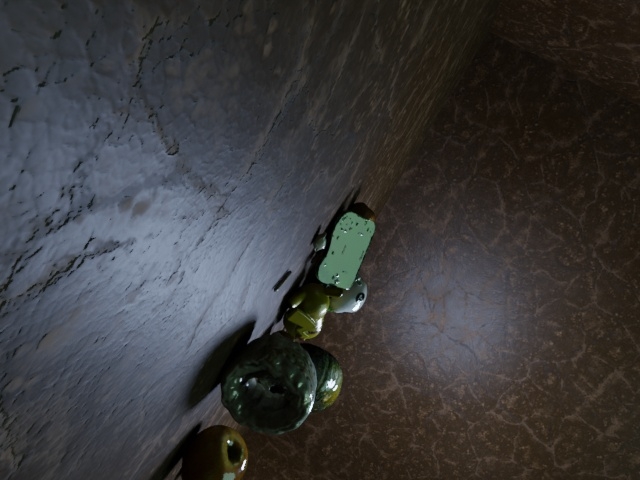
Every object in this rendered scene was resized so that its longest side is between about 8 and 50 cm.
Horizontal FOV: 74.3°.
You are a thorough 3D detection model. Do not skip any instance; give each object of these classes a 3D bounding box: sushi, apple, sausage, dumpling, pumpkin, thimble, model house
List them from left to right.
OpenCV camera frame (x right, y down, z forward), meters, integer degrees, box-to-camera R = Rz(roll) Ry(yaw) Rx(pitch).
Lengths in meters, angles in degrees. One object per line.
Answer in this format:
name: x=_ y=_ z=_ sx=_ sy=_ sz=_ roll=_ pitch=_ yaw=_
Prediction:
apple: x=-0.368 y=0.761 z=1.450 sx=0.208 sy=0.236 sz=0.237 roll=-33 pitch=178 yaw=16
thimble: x=-0.157 y=0.443 z=1.338 sx=0.291 sy=0.292 sz=0.195 roll=-60 pitch=178 yaw=13
sushi: x=-0.172 y=0.500 z=1.739 sx=0.139 sy=0.184 sz=0.274 roll=-45 pitch=167 yaw=-49
sausage: x=-0.117 y=0.126 z=1.315 sx=0.100 sy=0.015 sz=0.015 roll=-51 pitch=169 yaw=-39
pumpkin: x=-0.093 y=0.795 z=2.420 sx=0.343 sy=0.455 sz=0.454 roll=-72 pitch=-176 yaw=-47
dumpling: x=-0.001 y=0.000 z=1.452 sx=0.059 sy=0.043 sz=0.077 roll=-74 pitch=170 yaw=-51
model house: x=0.063 y=0.020 z=1.679 sx=0.207 sy=0.154 sz=0.293 roll=20 pitch=94 yaw=-37
apple: x=0.172 y=-0.100 z=1.802 sx=0.102 sy=0.126 sz=0.126 roll=-41 pitch=170 yaw=-4

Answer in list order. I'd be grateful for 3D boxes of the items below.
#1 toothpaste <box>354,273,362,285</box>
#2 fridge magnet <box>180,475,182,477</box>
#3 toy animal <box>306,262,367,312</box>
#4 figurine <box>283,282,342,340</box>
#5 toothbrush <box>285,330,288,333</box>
toothpaste: x=0.107 y=0.092 z=1.797 sx=0.038 sy=0.233 sz=0.060 roll=-34 pitch=170 yaw=4
fridge magnet: x=-0.498 y=0.896 z=1.698 sx=0.143 sy=0.063 sz=0.143 roll=-55 pitch=169 yaw=-16
toy animal: x=0.068 y=0.217 z=1.869 sx=0.212 sy=0.267 sz=0.212 roll=-56 pitch=176 yaw=-6
figurine: x=-0.058 y=0.283 z=1.715 sx=0.218 sy=0.169 sz=0.326 roll=-5 pitch=133 yaw=-24
toothbrush: x=-0.218 y=0.556 z=2.213 sx=0.307 sy=0.025 sz=0.029 roll=-57 pitch=180 yaw=-8
